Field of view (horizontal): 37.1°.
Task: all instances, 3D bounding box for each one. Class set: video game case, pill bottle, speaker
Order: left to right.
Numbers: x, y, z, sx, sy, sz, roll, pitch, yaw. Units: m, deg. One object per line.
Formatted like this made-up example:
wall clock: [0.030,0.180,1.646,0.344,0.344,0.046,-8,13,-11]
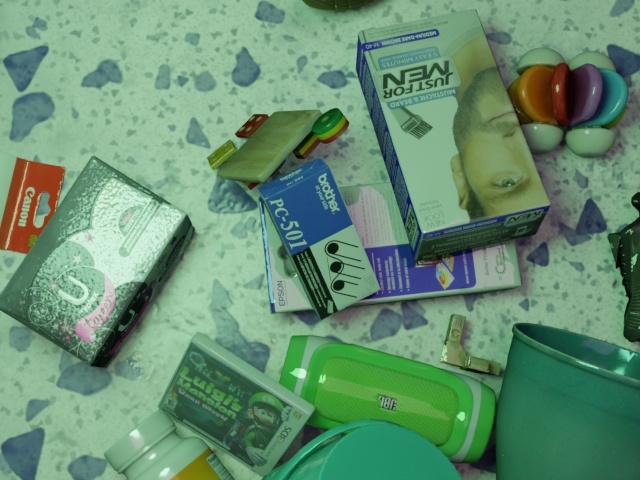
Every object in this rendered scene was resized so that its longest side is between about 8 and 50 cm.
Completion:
pill bottle: [-0.182,0.357,1.304,0.136,0.136,0.245,-39,85,-7]
video game case: [-0.121,0.232,1.323,0.190,0.173,0.022,33,40,3]
speaker: [0.089,0.223,1.342,0.297,0.131,0.131,15,81,0]

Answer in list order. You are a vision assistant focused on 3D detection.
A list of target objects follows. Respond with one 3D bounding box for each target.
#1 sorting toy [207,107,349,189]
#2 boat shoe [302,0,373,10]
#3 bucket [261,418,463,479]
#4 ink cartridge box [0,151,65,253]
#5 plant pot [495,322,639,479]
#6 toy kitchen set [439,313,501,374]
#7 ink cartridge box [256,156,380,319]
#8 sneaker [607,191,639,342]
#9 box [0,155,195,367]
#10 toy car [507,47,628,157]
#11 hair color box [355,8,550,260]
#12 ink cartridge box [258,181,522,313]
sorting toy: [-0.067,-0.123,1.343,0.132,0.274,0.046,-49,117,-18]
boat shoe: [0.068,-0.406,1.461,0.224,0.073,0.080,-20,108,-8]
bucket: [0.054,0.377,1.231,0.281,0.183,0.281,17,55,-25]
ink cartridge box: [-0.482,-0.060,1.399,0.179,0.045,0.145,11,82,2]
plant pot: [0.357,0.276,1.290,0.272,0.271,0.255,16,96,0]
toy kitchen set: [0.227,0.153,1.387,0.083,0.068,0.075,14,81,-1]
ink cartridge box: [0.000,0.000,1.296,0.097,0.046,0.207,-27,118,-6]
sneaker: [0.472,0.032,1.415,0.106,0.078,0.234,18,89,16]
box: [-0.310,0.035,1.343,0.163,0.142,0.247,31,82,2]
toy car: [0.372,-0.213,1.412,0.182,0.136,0.159,4,81,-2]
hair color box: [0.180,-0.156,1.366,0.185,0.110,0.338,-13,68,-6]
ink cartridge box: [0.101,0.004,1.405,0.371,0.069,0.175,-6,83,-6]
